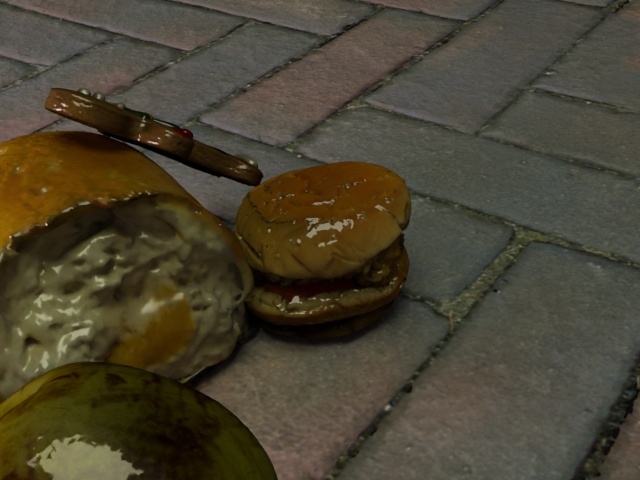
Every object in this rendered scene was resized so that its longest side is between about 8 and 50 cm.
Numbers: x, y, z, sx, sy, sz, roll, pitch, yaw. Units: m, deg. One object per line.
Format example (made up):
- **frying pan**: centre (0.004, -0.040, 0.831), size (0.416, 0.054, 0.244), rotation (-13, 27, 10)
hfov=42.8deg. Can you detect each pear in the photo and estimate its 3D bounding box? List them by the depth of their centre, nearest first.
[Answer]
- **pear**: centre (-0.172, 0.232, 0.665), size (0.283, 0.284, 0.284), rotation (-2, 36, 2)

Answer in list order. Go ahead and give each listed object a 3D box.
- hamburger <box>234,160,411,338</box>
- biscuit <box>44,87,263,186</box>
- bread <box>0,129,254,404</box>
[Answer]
- **hamburger**: centre (0.000, 0.000, 1.060), size (0.244, 0.163, 0.244), rotation (-4, 36, 3)
- **biscuit**: centre (-0.215, -0.138, 1.073), size (0.301, 0.049, 0.196), rotation (19, -3, -43)
- **bread**: centre (-0.322, 0.012, 0.999), size (0.361, 0.250, 0.394), rotation (-23, 39, -26)
